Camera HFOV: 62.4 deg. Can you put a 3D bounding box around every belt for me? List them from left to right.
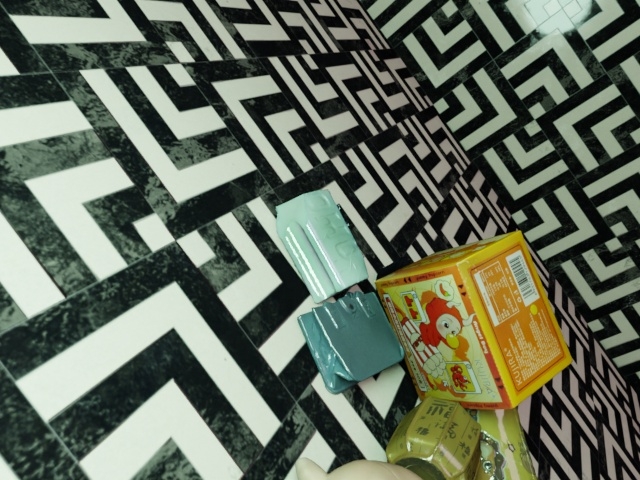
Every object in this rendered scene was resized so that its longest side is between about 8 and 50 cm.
[{"bbox_3d":[0.202,0.138,1.260,0.151,0.078,0.198,39,34,-30],"label":"belt"}]

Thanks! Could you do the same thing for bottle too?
[{"bbox_3d":[0.344,0.490,1.031,0.172,0.172,0.351,31,38,-35],"label":"bottle"}]

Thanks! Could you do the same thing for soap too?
[{"bbox_3d":[0.000,0.000,1.101,0.145,0.091,0.230,-16,75,-58],"label":"soap"}]

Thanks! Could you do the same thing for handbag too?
[{"bbox_3d":[0.065,0.186,1.041,0.229,0.062,0.179,-3,63,-55],"label":"handbag"}]

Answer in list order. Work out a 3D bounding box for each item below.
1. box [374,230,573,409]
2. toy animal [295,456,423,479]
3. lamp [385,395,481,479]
[{"bbox_3d":[0.296,0.164,1.072,0.214,0.260,0.283,-21,89,-34],"label":"box"},{"bbox_3d":[0.089,0.405,0.771,0.250,0.167,0.153,43,40,-38],"label":"toy animal"},{"bbox_3d":[0.207,0.382,0.956,0.161,0.161,0.185,56,33,0],"label":"lamp"}]
